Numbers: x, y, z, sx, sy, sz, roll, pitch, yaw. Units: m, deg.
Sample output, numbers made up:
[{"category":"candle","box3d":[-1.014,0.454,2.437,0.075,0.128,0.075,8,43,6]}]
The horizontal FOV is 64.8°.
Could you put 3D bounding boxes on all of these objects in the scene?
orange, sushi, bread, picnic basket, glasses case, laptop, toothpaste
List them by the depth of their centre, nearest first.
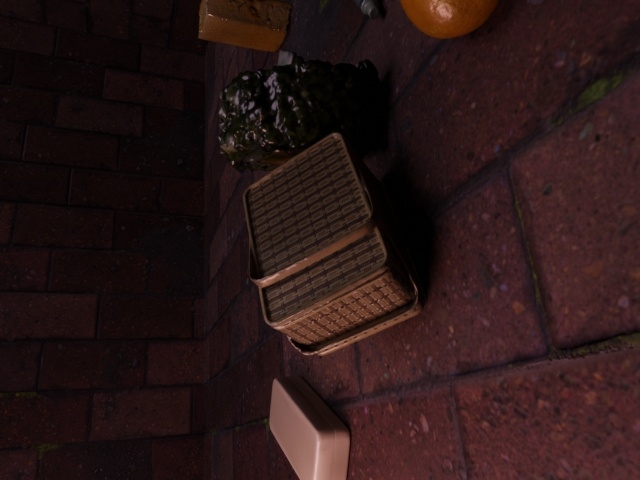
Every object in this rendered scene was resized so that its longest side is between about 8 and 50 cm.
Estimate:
[{"category":"orange","box3d":[0.172,-0.357,0.675,0.159,0.136,0.159,-173,90,-69]},{"category":"picnic basket","box3d":[0.013,0.005,0.843,0.227,0.175,0.313,-28,50,18]},{"category":"sushi","box3d":[-0.060,-0.240,1.041,0.352,0.293,0.178,172,97,-67]},{"category":"toothpaste","box3d":[0.088,-0.515,1.055,0.216,0.037,0.062,-103,27,-46]},{"category":"glasses case","box3d":[-0.035,0.430,1.154,0.336,0.076,0.144,-162,78,-68]},{"category":"bread","box3d":[-0.249,-0.708,1.627,0.184,0.274,0.114,170,100,-68]},{"category":"laptop","box3d":[-0.132,-0.476,1.641,0.188,0.015,0.269,-129,47,-60]}]
